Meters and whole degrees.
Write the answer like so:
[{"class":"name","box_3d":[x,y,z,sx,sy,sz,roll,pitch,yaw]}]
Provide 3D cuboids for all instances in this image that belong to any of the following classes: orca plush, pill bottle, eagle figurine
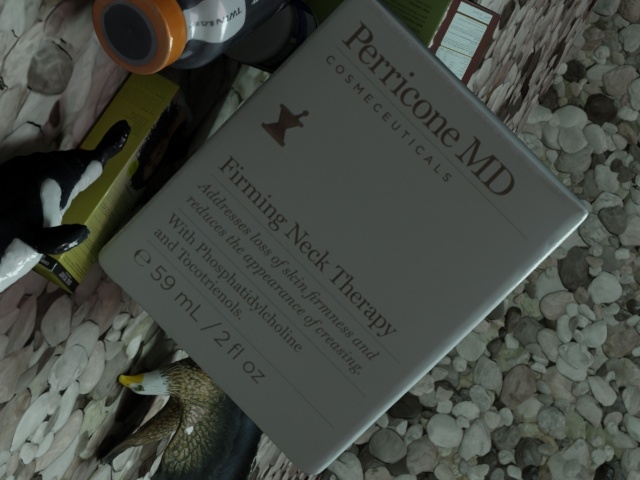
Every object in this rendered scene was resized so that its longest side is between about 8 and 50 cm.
[{"class":"orca plush","box_3d":[-0.267,-0.048,1.150,0.287,0.151,0.102,-42,126,-43]},{"class":"pill bottle","box_3d":[-0.109,-0.245,1.241,0.246,0.130,0.130,-46,159,-45]},{"class":"eagle figurine","box_3d":[-0.178,0.225,1.808,0.226,0.225,0.298,-49,154,-71]},{"class":"pill bottle","box_3d":[-0.055,-0.240,1.501,0.094,0.094,0.169,-63,166,8]}]

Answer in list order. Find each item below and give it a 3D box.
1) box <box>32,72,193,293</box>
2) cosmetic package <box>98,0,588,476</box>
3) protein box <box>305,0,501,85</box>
[{"class":"box","box_3d":[-0.222,-0.063,1.350,0.232,0.058,0.087,-57,165,-12]},{"class":"cosmetic package","box_3d":[0.032,-0.021,1.454,0.394,0.329,0.327,-45,180,10]},{"class":"protein box","box_3d":[0.084,-0.249,1.689,0.136,0.199,0.201,7,113,-56]}]
